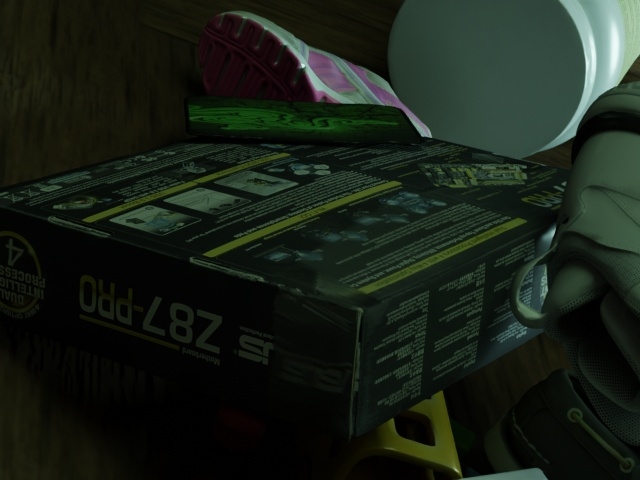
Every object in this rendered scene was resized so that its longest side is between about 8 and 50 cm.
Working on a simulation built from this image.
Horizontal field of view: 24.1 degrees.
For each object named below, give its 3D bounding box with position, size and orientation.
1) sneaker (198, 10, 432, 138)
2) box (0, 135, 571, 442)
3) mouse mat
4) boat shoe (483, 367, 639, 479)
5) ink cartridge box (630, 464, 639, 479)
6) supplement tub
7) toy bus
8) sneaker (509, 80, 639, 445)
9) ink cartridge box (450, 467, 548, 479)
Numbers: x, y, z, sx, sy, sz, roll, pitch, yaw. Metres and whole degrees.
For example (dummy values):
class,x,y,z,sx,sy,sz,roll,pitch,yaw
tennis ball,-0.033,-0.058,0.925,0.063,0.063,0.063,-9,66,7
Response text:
class,x,y,z,sx,sy,sz,roll,pitch,yaw
sneaker,-0.001,-0.121,1.373,0.252,0.103,0.111,39,28,0
box,0.000,0.000,1.074,0.318,0.097,0.395,13,20,31
mouse mat,-0.016,-0.098,1.222,0.190,0.007,0.152,1,17,-7
boat shoe,0.273,0.197,1.149,0.305,0.091,0.109,29,28,-15
ink cartridge box,0.391,0.196,1.012,0.289,0.211,0.121,-3,82,-15
supplement tub,0.215,-0.228,1.563,0.235,0.235,0.325,35,31,5
toy bus,0.038,0.115,1.060,0.202,0.104,0.191,43,33,17
sneaker,0.300,0.061,0.979,0.366,0.137,0.210,31,57,6
ink cartridge box,0.070,0.208,0.960,0.180,0.104,0.060,-1,45,-40
